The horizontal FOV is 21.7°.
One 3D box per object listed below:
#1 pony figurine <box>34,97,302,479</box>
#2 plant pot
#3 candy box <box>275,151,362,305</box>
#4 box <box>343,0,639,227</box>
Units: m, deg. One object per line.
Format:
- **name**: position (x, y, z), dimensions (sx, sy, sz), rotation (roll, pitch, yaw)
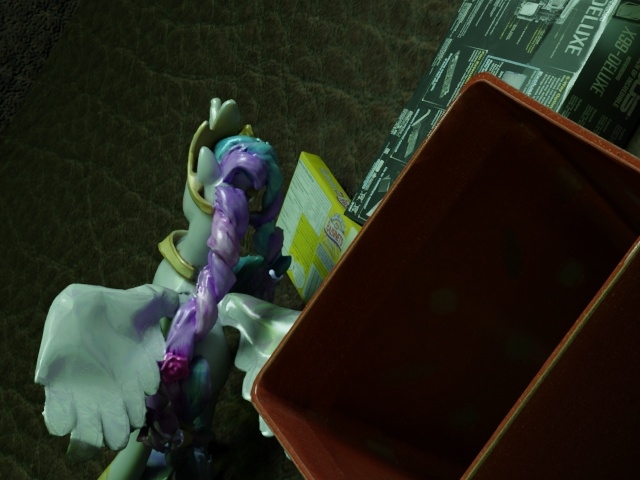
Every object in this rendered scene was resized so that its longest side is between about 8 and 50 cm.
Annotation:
- **pony figurine**: position (-0.120, 0.096, 1.517), dimensions (0.363, 0.302, 0.351), rotation (116, 156, -46)
- **plant pot**: position (0.155, 0.092, 1.037), dimensions (0.267, 0.235, 0.267), rotation (-55, 27, 6)
- **candy box**: position (0.000, 0.000, 1.623), dimensions (0.105, 0.027, 0.206), rotation (-68, 23, 18)
- **box**: position (0.166, -0.114, 1.413), dimensions (0.307, 0.076, 0.242), rotation (-61, 26, -1)
